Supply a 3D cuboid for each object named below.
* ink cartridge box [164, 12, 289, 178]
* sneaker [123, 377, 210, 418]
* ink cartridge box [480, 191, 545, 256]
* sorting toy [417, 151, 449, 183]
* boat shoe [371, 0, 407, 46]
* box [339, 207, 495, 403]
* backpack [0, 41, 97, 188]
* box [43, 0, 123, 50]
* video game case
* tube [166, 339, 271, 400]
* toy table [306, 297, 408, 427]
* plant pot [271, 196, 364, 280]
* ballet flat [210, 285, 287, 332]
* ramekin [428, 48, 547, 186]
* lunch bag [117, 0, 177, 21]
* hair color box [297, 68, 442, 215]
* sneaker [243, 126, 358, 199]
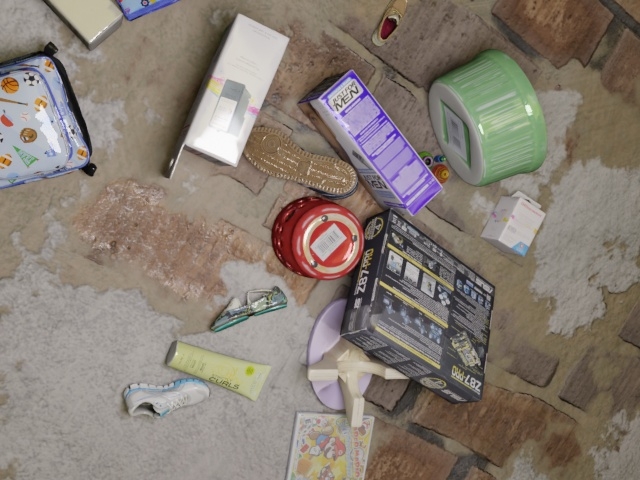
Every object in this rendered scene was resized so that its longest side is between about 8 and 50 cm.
[{"bbox_3d":[-0.204,-0.271,1.390,0.119,0.207,0.353,23,90,-18],"label":"ink cartridge box"},{"bbox_3d":[-0.340,0.363,1.481,0.190,0.083,0.071,-4,120,-16],"label":"sneaker"},{"bbox_3d":[0.499,-0.046,1.709,0.092,0.090,0.143,30,86,-19],"label":"ink cartridge box"},{"bbox_3d":[0.287,-0.185,1.648,0.102,0.042,0.061,35,85,-18],"label":"sorting toy"},{"bbox_3d":[0.171,-0.521,1.568,0.050,0.045,0.135,29,87,-19],"label":"boat shoe"},{"bbox_3d":[0.243,0.159,1.548,0.395,0.097,0.318,33,53,-28],"label":"box"},{"bbox_3d":[-0.602,-0.217,1.277,0.263,0.213,0.276,-17,105,-5],"label":"backpack"},{"bbox_3d":[-0.522,-0.516,1.309,0.094,0.113,0.275,-44,106,-8],"label":"box"},{"bbox_3d":[0.021,0.542,1.657,0.206,0.026,0.227,8,94,-19],"label":"video game case"},{"bbox_3d":[-0.234,0.295,1.530,0.240,0.062,0.070,25,133,-24],"label":"tube"},{"bbox_3d":[0.070,0.288,1.573,0.252,0.161,0.274,-9,100,-17],"label":"toy table"},{"bbox_3d":[0.000,0.000,1.510,0.191,0.174,0.191,-3,99,-19],"label":"plant pot"},{"bbox_3d":[-0.171,0.154,1.537,0.188,0.070,0.070,-18,102,-17],"label":"ballet flat"},{"bbox_3d":[0.375,-0.272,1.539,0.148,0.303,0.303,-24,103,-6],"label":"ramekin"},{"bbox_3d":[-0.334,-0.603,1.361,0.293,0.138,0.221,-24,106,-4],"label":"lunch bag"},{"bbox_3d":[0.109,-0.217,1.511,0.110,0.185,0.339,-42,106,-8],"label":"hair color box"},{"bbox_3d":[-0.041,-0.171,1.525,0.282,0.153,0.099,24,93,11],"label":"sneaker"}]
